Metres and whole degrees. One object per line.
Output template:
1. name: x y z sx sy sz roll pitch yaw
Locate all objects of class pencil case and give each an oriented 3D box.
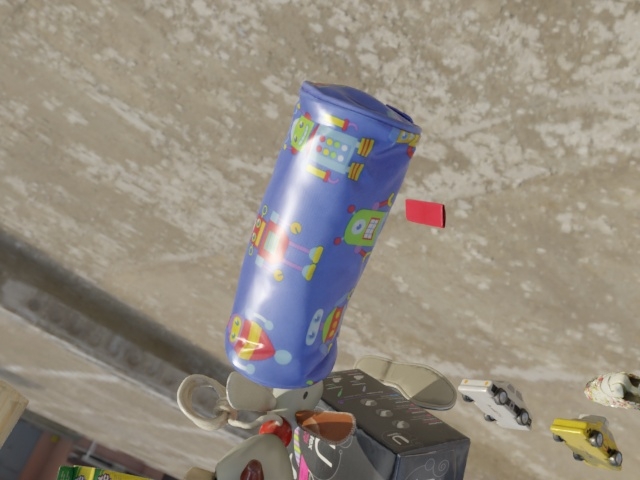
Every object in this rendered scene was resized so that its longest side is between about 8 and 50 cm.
1. pencil case: 0.000 0.000 0.754 0.133 0.306 0.119 2 -155 -39

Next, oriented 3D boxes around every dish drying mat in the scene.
1. dish drying mat: 0.139 -0.037 1.012 0.008 0.032 0.083 -7 -169 -28

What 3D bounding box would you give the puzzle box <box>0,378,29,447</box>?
1. puzzle box: -0.485 0.292 0.708 0.272 0.409 0.052 3 142 29

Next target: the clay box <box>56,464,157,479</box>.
1. clay box: -0.330 0.432 1.200 0.053 0.127 0.222 -4 156 28

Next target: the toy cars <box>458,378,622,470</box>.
1. toy cars: 0.485 0.378 1.651 0.393 0.087 0.176 23 154 6

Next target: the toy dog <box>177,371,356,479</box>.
1. toy dog: -0.068 0.249 0.957 0.220 0.334 0.161 10 126 -13

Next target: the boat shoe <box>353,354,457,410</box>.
1. boat shoe: 0.157 0.264 1.375 0.206 0.075 0.065 14 145 34

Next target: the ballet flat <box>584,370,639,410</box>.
1. ballet flat: 0.657 0.308 1.573 0.241 0.091 0.077 4 140 43

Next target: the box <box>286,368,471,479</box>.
1. box: 0.071 0.322 1.149 0.143 0.165 0.270 0 -166 -36
